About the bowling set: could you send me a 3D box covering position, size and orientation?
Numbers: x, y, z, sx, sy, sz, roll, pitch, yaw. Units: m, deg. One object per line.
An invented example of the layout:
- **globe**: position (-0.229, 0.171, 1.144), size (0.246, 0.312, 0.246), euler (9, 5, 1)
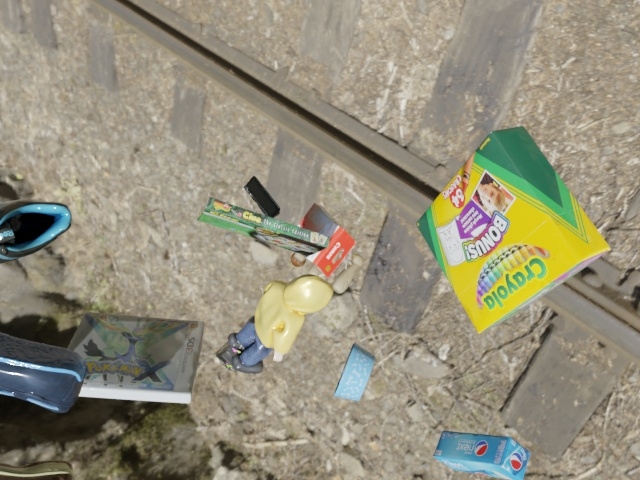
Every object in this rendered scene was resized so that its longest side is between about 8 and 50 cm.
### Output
- **bowling set**: position (-0.005, 0.029, 1.955), size (0.199, 0.154, 0.287), euler (18, 153, 40)

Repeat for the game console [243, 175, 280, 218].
- **game console**: position (-0.153, -0.128, 1.667), size (0.071, 0.107, 0.122), euler (-37, 91, 25)

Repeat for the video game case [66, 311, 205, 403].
- **video game case**: position (-0.479, 0.293, 1.507), size (0.300, 0.328, 0.036), euler (-98, 15, -62)

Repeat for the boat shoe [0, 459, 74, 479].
- **boat shoe**: position (-0.547, 0.434, 0.985), size (0.095, 0.257, 0.095), euler (-61, 40, 32)

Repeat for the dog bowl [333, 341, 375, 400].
- **dog bowl**: position (0.103, 0.395, 1.742), size (0.074, 0.297, 0.166), euler (21, 80, 5)

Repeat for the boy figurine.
- **boy figurine**: position (-0.087, 0.156, 1.226), size (0.285, 0.092, 0.177), euler (-47, 43, 26)

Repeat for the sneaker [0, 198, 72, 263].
- **sneaker**: position (-0.582, -0.005, 0.961), size (0.139, 0.340, 0.125), euler (-5, 108, 43)

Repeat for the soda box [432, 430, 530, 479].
- **soda box**: position (0.350, 0.471, 1.288), size (0.071, 0.067, 0.210), euler (38, 152, -18)

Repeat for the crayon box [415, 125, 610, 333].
- **crayon box**: position (0.394, -0.012, 1.288), size (0.313, 0.106, 0.363), euler (64, 152, 21)

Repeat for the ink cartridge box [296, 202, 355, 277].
- **ink cartridge box**: position (0.000, 0.000, 1.729), size (0.145, 0.045, 0.179), euler (-53, 56, 17)

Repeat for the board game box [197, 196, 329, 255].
- **board game box**: position (-0.122, -0.025, 1.225), size (0.136, 0.259, 0.030), euler (161, 126, -70)

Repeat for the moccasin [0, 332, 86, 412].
- **moccasin**: position (-0.599, 0.232, 1.032), size (0.341, 0.138, 0.117), euler (17, 102, 0)

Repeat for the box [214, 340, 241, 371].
- **box**: position (-0.233, 0.304, 1.536), size (0.062, 0.052, 0.083), euler (51, 157, -9)
